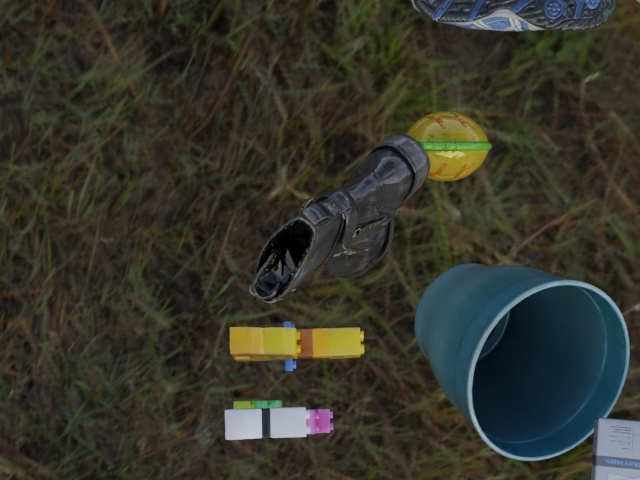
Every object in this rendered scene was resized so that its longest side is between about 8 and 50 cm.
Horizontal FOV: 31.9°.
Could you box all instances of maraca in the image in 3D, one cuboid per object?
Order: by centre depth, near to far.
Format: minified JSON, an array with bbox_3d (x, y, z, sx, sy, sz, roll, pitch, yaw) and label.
[{"bbox_3d":[0.169,-0.133,1.581,0.185,0.127,0.099,-7,95,-59],"label":"maraca"}]

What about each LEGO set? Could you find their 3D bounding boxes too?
[{"bbox_3d":[-0.015,0.100,0.818,0.093,0.227,0.087,-2,82,0],"label":"LEGO set"}]

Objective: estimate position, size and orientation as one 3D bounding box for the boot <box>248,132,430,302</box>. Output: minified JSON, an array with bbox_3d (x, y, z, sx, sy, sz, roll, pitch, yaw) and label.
[{"bbox_3d":[0.000,0.000,1.250,0.091,0.263,0.229,42,50,12],"label":"boot"}]

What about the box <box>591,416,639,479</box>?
[{"bbox_3d":[0.397,0.311,1.337,0.145,0.038,0.186,5,84,7],"label":"box"}]

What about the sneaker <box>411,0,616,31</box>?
[{"bbox_3d":[0.190,-0.249,1.115,0.211,0.081,0.080,4,98,-7],"label":"sneaker"}]

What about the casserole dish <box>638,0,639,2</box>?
[{"bbox_3d":[0.375,-0.343,1.400,0.188,0.037,0.114,23,28,-45],"label":"casserole dish"}]

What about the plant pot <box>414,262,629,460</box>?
[{"bbox_3d":[0.277,0.152,1.689,0.271,0.255,0.272,-7,109,-22],"label":"plant pot"}]
